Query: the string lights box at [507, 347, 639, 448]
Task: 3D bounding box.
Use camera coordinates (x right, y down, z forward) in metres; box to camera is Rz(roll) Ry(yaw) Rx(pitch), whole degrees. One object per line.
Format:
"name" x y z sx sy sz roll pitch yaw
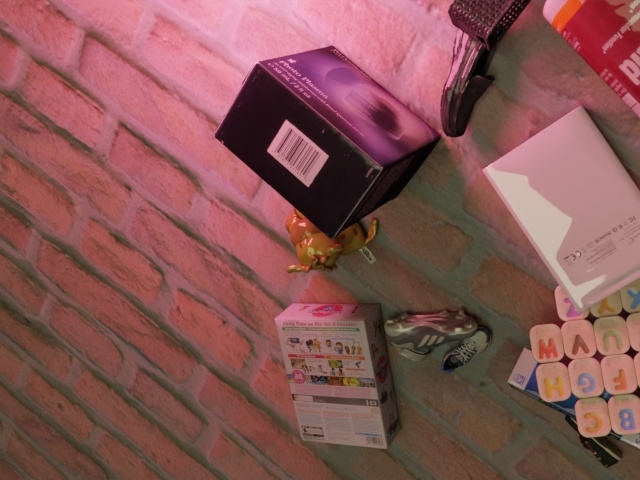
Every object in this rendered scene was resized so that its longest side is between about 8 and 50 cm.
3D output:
"string lights box" 0.486 0.297 1.575 0.260 0.133 0.076 25 85 19

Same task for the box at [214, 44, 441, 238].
"box" 0.021 -0.197 1.564 0.296 0.294 0.182 41 121 10

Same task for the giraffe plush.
"giraffe plush" 0.000 0.000 1.725 0.210 0.170 0.181 37 122 13

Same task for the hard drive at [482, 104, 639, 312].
"hard drive" 0.456 -0.054 1.487 0.203 0.040 0.307 -34 89 13

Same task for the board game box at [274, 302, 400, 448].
"board game box" 0.041 0.295 1.859 0.224 0.097 0.303 -2 109 29

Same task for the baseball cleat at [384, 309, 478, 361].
"baseball cleat" 0.234 0.197 1.739 0.206 0.072 0.109 1 123 34

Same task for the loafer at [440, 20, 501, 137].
"loafer" 0.271 -0.289 1.518 0.078 0.076 0.223 23 115 29

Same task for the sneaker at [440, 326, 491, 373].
"sneaker" 0.294 0.229 1.712 0.052 0.058 0.135 44 123 8

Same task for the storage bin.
"storage bin" 0.302 -0.419 1.396 0.084 0.122 0.180 40 99 11

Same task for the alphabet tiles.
"alphabet tiles" 0.524 0.203 1.500 0.284 0.021 0.278 -9 77 14

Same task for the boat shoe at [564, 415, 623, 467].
"boat shoe" 0.526 0.389 1.646 0.133 0.049 0.042 43 115 4

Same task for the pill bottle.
"pill bottle" 0.546 -0.285 1.270 0.392 0.224 0.224 49 124 7
